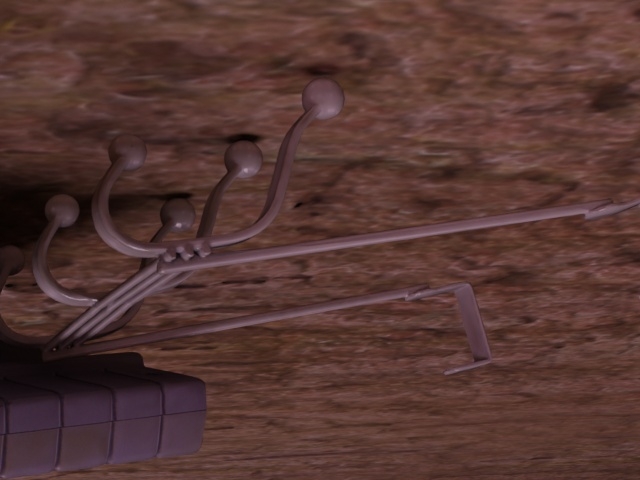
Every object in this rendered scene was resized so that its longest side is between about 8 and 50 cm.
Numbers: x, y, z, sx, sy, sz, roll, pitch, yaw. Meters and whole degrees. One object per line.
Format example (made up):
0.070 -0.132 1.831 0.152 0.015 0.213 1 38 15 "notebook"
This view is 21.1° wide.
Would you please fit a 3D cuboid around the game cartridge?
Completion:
-0.271 0.084 1.048 0.355 0.068 0.230 7 -179 42 "game cartridge"

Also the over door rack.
0.000 0.000 0.952 0.324 0.108 0.239 4 164 -23 "over door rack"
